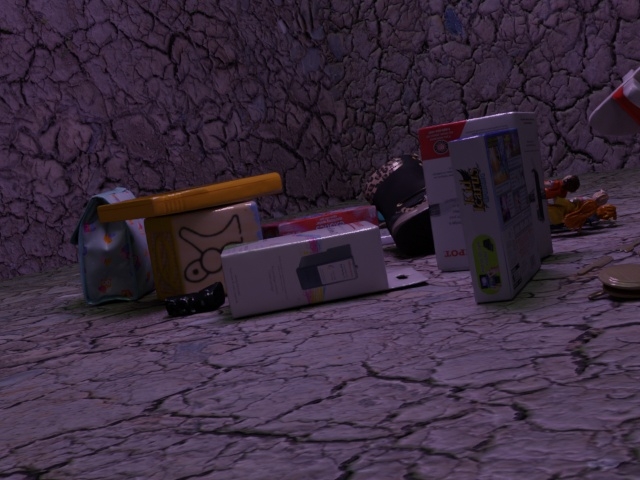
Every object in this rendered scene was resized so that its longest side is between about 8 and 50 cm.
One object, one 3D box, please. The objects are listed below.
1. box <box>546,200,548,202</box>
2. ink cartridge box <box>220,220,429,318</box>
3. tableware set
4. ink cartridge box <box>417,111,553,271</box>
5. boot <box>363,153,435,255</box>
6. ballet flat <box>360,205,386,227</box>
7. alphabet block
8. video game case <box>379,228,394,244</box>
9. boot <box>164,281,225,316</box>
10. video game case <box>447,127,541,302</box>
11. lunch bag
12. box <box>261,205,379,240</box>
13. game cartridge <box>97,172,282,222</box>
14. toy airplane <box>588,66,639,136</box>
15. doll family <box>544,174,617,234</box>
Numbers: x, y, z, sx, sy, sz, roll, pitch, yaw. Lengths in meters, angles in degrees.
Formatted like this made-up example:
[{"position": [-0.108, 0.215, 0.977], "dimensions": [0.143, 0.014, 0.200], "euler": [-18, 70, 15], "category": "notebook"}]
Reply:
[{"position": [0.454, -0.078, 2.297], "dimensions": [0.169, 0.087, 0.290], "euler": [-7, 6, 32], "category": "box"}, {"position": [0.003, 0.041, 1.660], "dimensions": [0.353, 0.119, 0.207], "euler": [-10, 5, -4], "category": "ink cartridge box"}, {"position": [0.455, 0.045, 1.245], "dimensions": [0.194, 0.039, 0.128], "euler": [-21, 23, -38], "category": "tableware set"}, {"position": [0.308, -0.089, 1.688], "dimensions": [0.197, 0.273, 0.114], "euler": [-6, 3, 33], "category": "ink cartridge box"}, {"position": [0.294, -0.125, 2.111], "dimensions": [0.377, 0.138, 0.284], "euler": [-29, 30, -5], "category": "boot"}, {"position": [0.180, -0.069, 2.850], "dimensions": [0.248, 0.086, 0.086], "euler": [-6, 6, 22], "category": "ballet flat"}, {"position": [-0.247, 0.024, 1.953], "dimensions": [0.197, 0.192, 0.193], "euler": [-11, 3, -28], "category": "alphabet block"}, {"position": [0.265, -0.026, 2.430], "dimensions": [0.227, 0.026, 0.206], "euler": [-9, 5, 4], "category": "video game case"}, {"position": [-0.243, 0.115, 1.760], "dimensions": [0.099, 0.045, 0.121], "euler": [-12, 6, 8], "category": "boot"}, {"position": [0.280, -0.049, 1.431], "dimensions": [0.061, 0.244, 0.269], "euler": [-8, 5, 23], "category": "video game case"}, {"position": [-0.487, 0.007, 2.172], "dimensions": [0.160, 0.262, 0.223], "euler": [-9, 6, 7], "category": "lunch bag"}, {"position": [0.000, 0.000, 2.095], "dimensions": [0.257, 0.123, 0.128], "euler": [-12, 5, -25], "category": "box"}, {"position": [-0.292, -0.092, 1.980], "dimensions": [0.323, 0.053, 0.285], "euler": [-12, 5, -38], "category": "game cartridge"}, {"position": [0.649, -0.138, 1.598], "dimensions": [0.386, 0.272, 0.384], "euler": [3, 30, -32], "category": "toy airplane"}, {"position": [0.542, -0.059, 1.948], "dimensions": [0.163, 0.118, 0.263], "euler": [-14, -16, 35], "category": "doll family"}]
